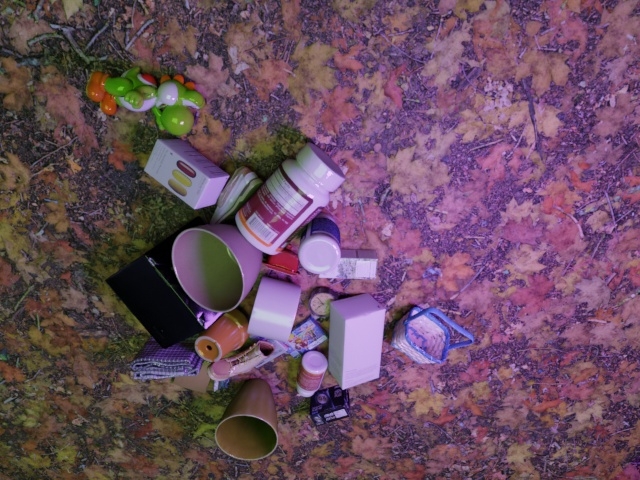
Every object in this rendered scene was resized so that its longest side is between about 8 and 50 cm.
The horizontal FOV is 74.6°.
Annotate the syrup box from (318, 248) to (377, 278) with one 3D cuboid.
[{"bbox_3d":[0.110,0.095,1.717,0.237,0.096,0.093,2,113,1],"label":"syrup box"}]

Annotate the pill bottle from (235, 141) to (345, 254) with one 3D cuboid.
[{"bbox_3d":[-0.109,-0.153,1.539,0.224,0.224,0.392,41,108,-16],"label":"pill bottle"}]

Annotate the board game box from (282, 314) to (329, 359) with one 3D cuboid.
[{"bbox_3d":[-0.078,0.445,1.916,0.201,0.035,0.136,-35,109,16],"label":"board game box"}]

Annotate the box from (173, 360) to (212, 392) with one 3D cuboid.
[{"bbox_3d":[-0.609,0.640,2.028,0.164,0.021,0.201,20,114,-7],"label":"box"}]

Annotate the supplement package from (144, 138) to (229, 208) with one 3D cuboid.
[{"bbox_3d":[-0.480,-0.244,1.517,0.244,0.134,0.139,36,112,8],"label":"supplement package"}]

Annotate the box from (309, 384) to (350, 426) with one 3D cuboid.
[{"bbox_3d":[0.045,0.784,2.007,0.180,0.147,0.077,-21,112,12],"label":"box"}]

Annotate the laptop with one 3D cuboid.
[{"bbox_3d":[-0.577,0.182,1.735,0.408,0.236,0.382,-42,106,-28],"label":"laptop"}]

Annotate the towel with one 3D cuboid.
[{"bbox_3d":[-0.651,0.495,1.849,0.283,0.235,0.121,-4,109,3],"label":"towel"}]

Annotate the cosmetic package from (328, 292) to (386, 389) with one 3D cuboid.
[{"bbox_3d":[0.151,0.432,1.806,0.197,0.155,0.366,-9,115,-23],"label":"cosmetic package"}]

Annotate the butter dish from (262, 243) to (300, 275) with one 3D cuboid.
[{"bbox_3d":[-0.146,0.068,1.702,0.160,0.160,0.118,19,90,-7],"label":"butter dish"}]

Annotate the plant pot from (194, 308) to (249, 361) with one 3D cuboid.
[{"bbox_3d":[-0.434,0.414,1.803,0.205,0.188,0.205,6,113,15],"label":"plant pot"}]

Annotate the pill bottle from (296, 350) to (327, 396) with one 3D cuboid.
[{"bbox_3d":[-0.047,0.622,1.941,0.121,0.121,0.216,13,125,-4],"label":"pill bottle"}]

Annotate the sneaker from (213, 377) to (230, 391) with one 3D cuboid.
[{"bbox_3d":[-0.470,0.652,2.017,0.076,0.065,0.166,5,119,-19],"label":"sneaker"}]

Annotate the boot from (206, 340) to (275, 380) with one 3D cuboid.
[{"bbox_3d":[-0.339,0.517,1.818,0.203,0.095,0.262,-37,153,27],"label":"boot"}]

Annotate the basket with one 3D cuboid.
[{"bbox_3d":[0.454,0.392,1.769,0.255,0.201,0.289,38,141,-15],"label":"basket"}]

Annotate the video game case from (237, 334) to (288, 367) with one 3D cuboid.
[{"bbox_3d":[-0.288,0.482,1.925,0.212,0.023,0.193,-35,109,28],"label":"video game case"}]

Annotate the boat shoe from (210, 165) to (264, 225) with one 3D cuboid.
[{"bbox_3d":[-0.340,-0.158,1.618,0.302,0.113,0.103,-44,80,25],"label":"boat shoe"}]

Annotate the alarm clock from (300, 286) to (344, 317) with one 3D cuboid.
[{"bbox_3d":[-0.005,0.259,1.813,0.192,0.064,0.129,18,114,-10],"label":"alarm clock"}]

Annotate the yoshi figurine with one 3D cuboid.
[{"bbox_3d":[-0.587,-0.457,1.445,0.362,0.203,0.203,5,131,-3],"label":"yoshi figurine"}]

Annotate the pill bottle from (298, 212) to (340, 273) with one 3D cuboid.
[{"bbox_3d":[0.000,0.000,1.585,0.153,0.265,0.153,1,116,2],"label":"pill bottle"}]

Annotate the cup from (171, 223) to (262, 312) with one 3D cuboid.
[{"bbox_3d":[-0.355,0.072,1.591,0.331,0.237,0.331,11,115,25],"label":"cup"}]

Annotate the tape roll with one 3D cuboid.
[{"bbox_3d":[-0.191,0.282,1.731,0.169,0.246,0.246,14,114,-6],"label":"tape roll"}]

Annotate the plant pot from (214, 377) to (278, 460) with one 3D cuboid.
[{"bbox_3d":[-0.316,0.793,1.940,0.274,0.293,0.275,0,114,1],"label":"plant pot"}]
